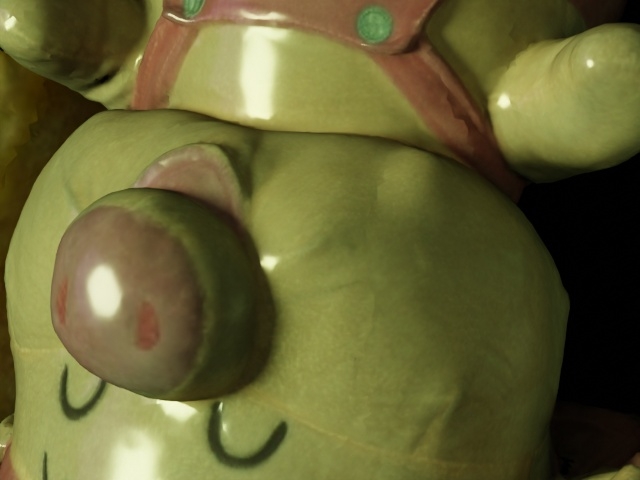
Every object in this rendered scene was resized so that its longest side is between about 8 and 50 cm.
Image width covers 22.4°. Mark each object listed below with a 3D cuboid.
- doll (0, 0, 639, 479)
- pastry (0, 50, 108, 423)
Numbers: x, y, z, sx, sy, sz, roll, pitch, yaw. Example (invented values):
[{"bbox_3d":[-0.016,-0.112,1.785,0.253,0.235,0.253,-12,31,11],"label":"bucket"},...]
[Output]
[{"bbox_3d":[-0.003,-0.001,0.404,0.196,0.152,0.255,6,83,53],"label":"doll"},{"bbox_3d":[-0.076,-0.017,0.557,0.235,0.121,0.257,-58,-36,-18],"label":"pastry"}]
